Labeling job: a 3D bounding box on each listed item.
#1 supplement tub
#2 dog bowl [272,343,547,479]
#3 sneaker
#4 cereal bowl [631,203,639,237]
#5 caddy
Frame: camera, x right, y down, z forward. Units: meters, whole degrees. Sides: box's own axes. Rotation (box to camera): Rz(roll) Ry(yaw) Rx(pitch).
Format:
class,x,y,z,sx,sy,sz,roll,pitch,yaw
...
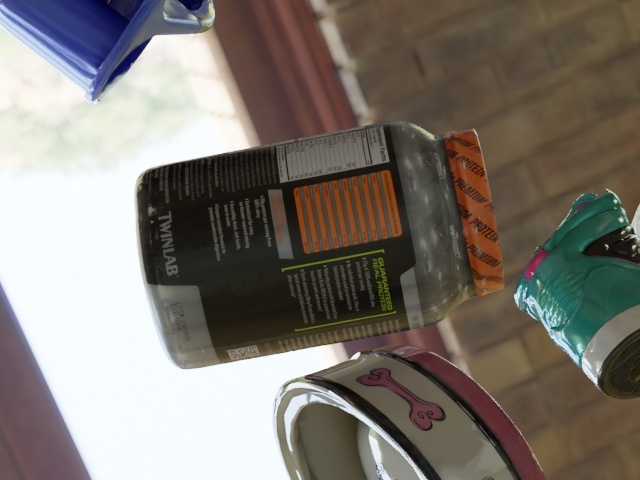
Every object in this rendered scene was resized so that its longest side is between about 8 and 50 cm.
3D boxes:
class,x,y,z,sx,sy,sz,roll,pitch,yaw
supplement tub,0.000,0.000,1.723,0.316,0.194,0.193,-10,-162,2
dog bowl,0.125,0.305,2.309,0.150,0.408,0.408,-34,-160,-24
sneaker,0.261,0.047,1.549,0.295,0.178,0.124,11,123,-51
cereal bowl,0.564,0.031,2.384,0.339,0.339,0.141,-19,-150,11
caddy,-0.183,-0.269,1.911,0.241,0.179,0.341,-53,-174,17
